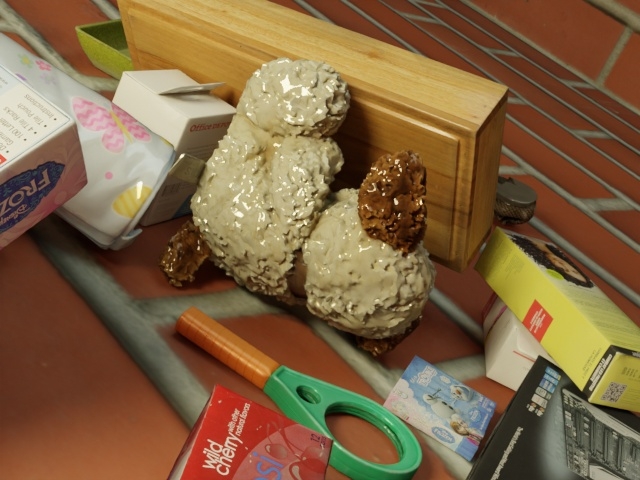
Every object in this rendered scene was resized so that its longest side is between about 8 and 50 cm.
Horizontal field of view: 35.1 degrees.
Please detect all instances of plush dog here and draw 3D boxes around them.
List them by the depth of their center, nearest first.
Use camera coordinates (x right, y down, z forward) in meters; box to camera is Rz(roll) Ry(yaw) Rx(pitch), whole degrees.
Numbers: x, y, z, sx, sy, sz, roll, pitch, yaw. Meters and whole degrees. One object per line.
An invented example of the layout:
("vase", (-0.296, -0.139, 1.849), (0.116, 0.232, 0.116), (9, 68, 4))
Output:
("plush dog", (0.000, 0.000, 0.916), (0.225, 0.262, 0.210), (26, 55, 23))

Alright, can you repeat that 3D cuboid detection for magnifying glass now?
("magnifying glass", (-0.019, 0.125, 0.831), (0.231, 0.026, 0.092), (31, 24, 11))

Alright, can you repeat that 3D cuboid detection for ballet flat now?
("ballet flat", (0.216, -0.094, 1.504), (0.084, 0.058, 0.250), (-27, 48, -36))

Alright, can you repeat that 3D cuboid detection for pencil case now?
("pencil case", (-0.261, -0.102, 0.877), (0.273, 0.113, 0.124), (32, 40, -18))

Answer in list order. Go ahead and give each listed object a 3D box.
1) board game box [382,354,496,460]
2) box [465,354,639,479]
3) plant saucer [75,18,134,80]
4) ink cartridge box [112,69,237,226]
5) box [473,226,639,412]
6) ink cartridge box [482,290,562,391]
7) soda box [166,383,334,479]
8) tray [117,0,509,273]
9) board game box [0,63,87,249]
("board game box", (0.110, 0.150, 0.919), (0.090, 0.020, 0.090), (29, 24, 9))
("box", (0.233, 0.233, 0.803), (0.242, 0.076, 0.307), (32, 23, 13))
("plant saucer", (-0.208, -0.229, 1.338), (0.188, 0.045, 0.188), (31, 24, 8))
("ink cartridge box", (-0.155, -0.103, 1.009), (0.090, 0.143, 0.092), (35, 24, 18))
("box", (0.244, 0.072, 0.995), (0.087, 0.058, 0.232), (14, 24, -29))
("ink cartridge box", (0.236, 0.115, 1.065), (0.115, 0.067, 0.198), (26, 22, -2))
("soda box", (-0.062, 0.194, 0.569), (0.092, 0.083, 0.263), (26, 23, -4))
("tray", (-0.016, -0.129, 1.044), (0.411, 0.203, 0.076), (24, 56, 22))
("board game box", (-0.359, -0.045, 0.575), (0.318, 0.066, 0.318), (37, 59, 21))
